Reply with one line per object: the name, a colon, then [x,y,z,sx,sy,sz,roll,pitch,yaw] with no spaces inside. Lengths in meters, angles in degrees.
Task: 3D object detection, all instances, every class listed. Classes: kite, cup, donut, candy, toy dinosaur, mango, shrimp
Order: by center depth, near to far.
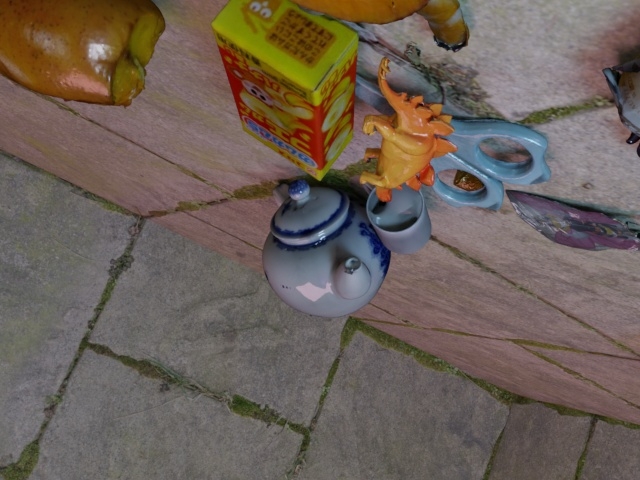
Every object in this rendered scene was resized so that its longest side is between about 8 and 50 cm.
shrimp: [0.064,-0.232,0.700,0.166,0.049,0.161,23,168,-38]
candy: [-0.035,-0.185,0.860,0.146,0.088,0.276,34,169,8]
toy dinosaur: [0.110,-0.124,0.876,0.117,0.070,0.288,9,151,4]
mango: [-0.355,-0.284,0.917,0.350,0.201,0.199,26,133,22]
donut: [0.226,-0.091,1.020,0.083,0.037,0.067,14,169,26]
kite: [0.445,-0.011,1.027,0.361,0.022,0.204,10,164,46]
cup: [0.135,-0.056,1.245,0.099,0.135,0.133,-16,158,10]

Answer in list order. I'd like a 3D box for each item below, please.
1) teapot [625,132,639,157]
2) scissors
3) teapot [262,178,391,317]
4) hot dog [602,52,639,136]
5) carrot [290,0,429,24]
teapot: [0.370,-0.093,0.742,0.100,0.045,0.068,22,169,3]
scissors: [0.122,-0.154,0.913,0.360,0.029,0.191,32,149,-12]
teapot: [0.000,0.000,1.374,0.424,0.252,0.280,48,165,57]
hot dog: [0.347,-0.126,0.570,0.163,0.081,0.270,33,174,-10]
carrot: [-0.015,-0.282,0.483,0.259,0.100,0.307,5,157,46]
